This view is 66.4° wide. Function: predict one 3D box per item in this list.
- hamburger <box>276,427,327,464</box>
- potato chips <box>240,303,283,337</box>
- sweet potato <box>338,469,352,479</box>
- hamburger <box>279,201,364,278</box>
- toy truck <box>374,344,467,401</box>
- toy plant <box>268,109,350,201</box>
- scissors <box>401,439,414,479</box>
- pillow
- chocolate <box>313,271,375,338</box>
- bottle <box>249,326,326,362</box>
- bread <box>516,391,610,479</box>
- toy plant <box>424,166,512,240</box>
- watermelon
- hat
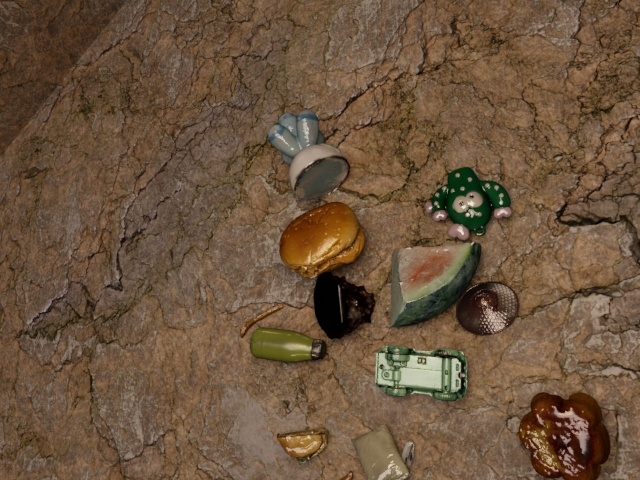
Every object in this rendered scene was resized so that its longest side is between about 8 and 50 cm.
[{"bbox_3d":[-0.057,0.685,1.633,0.176,0.087,0.102,-10,86,10],"label":"hamburger"},{"bbox_3d":[-0.223,0.291,1.813,0.204,0.026,0.037,-36,71,8],"label":"potato chips"},{"bbox_3d":[-0.009,0.852,1.578,0.314,0.072,0.066,-46,53,7],"label":"sweet potato"},{"bbox_3d":[0.000,0.000,1.652,0.290,0.170,0.314,-28,28,9],"label":"hamburger"},{"bbox_3d":[0.311,0.406,1.518,0.278,0.156,0.155,0,78,20],"label":"toy truck"},{"bbox_3d":[-0.064,-0.337,1.801,0.247,0.247,0.332,-34,64,10],"label":"toy plant"},{"bbox_3d":[0.256,0.728,1.532,0.101,0.027,0.204,14,85,20],"label":"scissors"},{"bbox_3d":[0.186,0.682,1.534,0.134,0.078,0.181,-35,47,7],"label":"pillow"},{"bbox_3d":[0.096,0.216,1.673,0.177,0.206,0.224,-2,85,-26],"label":"chocolate"},{"bbox_3d":[-0.111,0.368,1.706,0.260,0.112,0.112,2,78,20],"label":"bottle"},{"bbox_3d":[0.670,0.554,1.364,0.232,0.135,0.247,-10,76,32],"label":"bread"},{"bbox_3d":[0.484,-0.119,1.603,0.232,0.112,0.243,-41,62,5],"label":"toy plant"},{"bbox_3d":[0.328,0.106,1.569,0.387,0.228,0.258,-43,58,0],"label":"watermelon"},{"bbox_3d":[0.514,0.197,1.540,0.193,0.082,0.193,0,113,0],"label":"hat"}]
